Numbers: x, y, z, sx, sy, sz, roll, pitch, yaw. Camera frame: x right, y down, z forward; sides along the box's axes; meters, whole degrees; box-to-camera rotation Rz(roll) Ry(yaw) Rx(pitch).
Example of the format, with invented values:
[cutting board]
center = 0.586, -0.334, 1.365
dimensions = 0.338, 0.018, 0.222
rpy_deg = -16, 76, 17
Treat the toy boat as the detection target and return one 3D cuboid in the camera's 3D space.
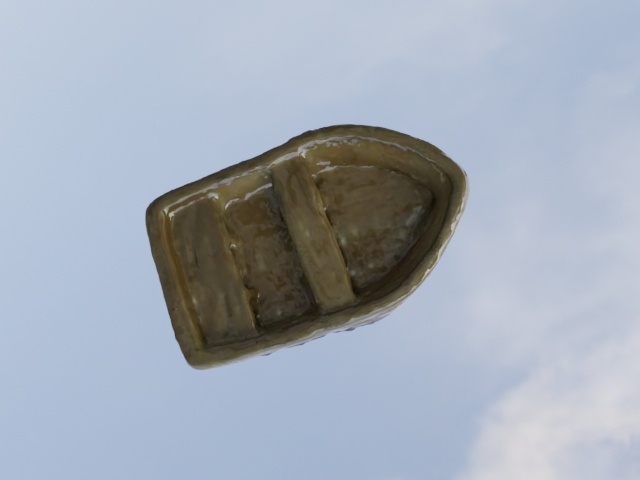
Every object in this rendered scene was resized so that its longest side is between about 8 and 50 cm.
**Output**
[toy boat]
center = 0.000, 0.000, 0.725
dimensions = 0.188, 0.061, 0.116
rpy_deg = -20, -104, 7
